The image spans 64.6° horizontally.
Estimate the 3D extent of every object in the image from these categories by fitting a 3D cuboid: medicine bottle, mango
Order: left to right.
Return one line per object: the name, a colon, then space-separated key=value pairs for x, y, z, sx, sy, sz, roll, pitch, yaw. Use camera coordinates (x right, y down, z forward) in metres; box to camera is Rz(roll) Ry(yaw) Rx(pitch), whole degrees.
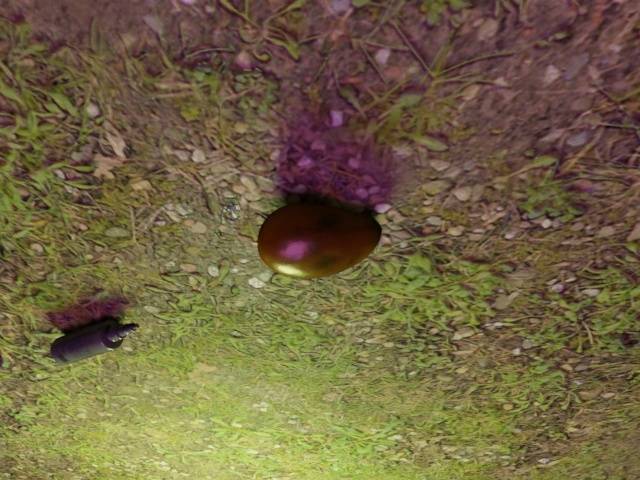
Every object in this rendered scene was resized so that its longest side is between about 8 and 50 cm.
medicine bottle: x=-0.405 y=0.180 z=0.925 sx=0.199 sy=0.057 sz=0.057 roll=-21 pitch=131 yaw=24
mango: x=-0.004 y=0.003 z=0.683 sx=0.163 sy=0.089 sz=0.111 roll=9 pitch=136 yaw=-17
